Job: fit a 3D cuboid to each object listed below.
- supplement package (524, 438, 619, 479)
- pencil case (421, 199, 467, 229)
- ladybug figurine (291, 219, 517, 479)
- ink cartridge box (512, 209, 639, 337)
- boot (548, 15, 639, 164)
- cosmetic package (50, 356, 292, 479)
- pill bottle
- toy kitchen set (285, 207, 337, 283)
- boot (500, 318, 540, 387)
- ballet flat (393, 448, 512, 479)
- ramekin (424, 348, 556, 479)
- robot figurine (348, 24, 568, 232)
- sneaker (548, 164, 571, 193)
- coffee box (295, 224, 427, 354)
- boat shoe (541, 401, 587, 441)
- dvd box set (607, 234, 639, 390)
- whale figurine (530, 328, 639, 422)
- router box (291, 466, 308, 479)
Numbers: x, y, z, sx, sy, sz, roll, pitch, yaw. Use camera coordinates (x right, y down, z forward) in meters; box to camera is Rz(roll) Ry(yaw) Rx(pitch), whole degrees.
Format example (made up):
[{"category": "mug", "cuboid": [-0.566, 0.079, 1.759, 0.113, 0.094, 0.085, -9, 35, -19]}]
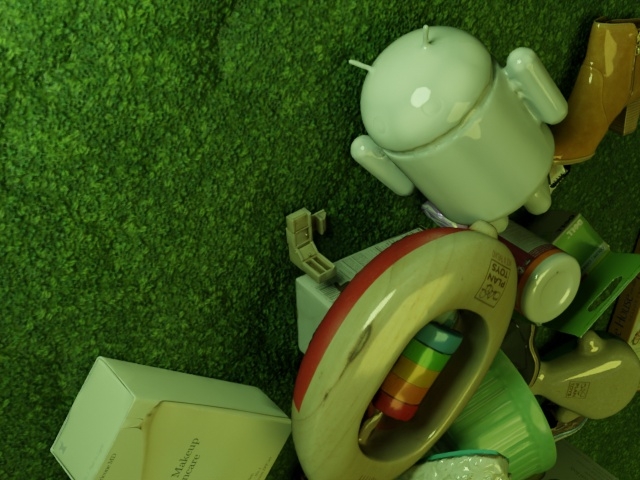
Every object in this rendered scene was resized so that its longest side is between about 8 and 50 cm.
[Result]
[{"category": "supplement package", "cuboid": [0.466, 0.581, 2.216, 0.263, 0.199, 0.198, -24, 129, -27]}, {"category": "pencil case", "cuboid": [0.250, -0.100, 1.681, 0.206, 0.088, 0.086, -51, 167, 1]}, {"category": "ladybug figurine", "cuboid": [0.108, 0.156, 1.521, 0.305, 0.162, 0.449, 27, 100, -47]}, {"category": "ink cartridge box", "cuboid": [0.403, 0.048, 1.776, 0.189, 0.255, 0.097, -46, 104, -9]}, {"category": "boot", "cuboid": [0.441, -0.255, 1.750, 0.295, 0.104, 0.211, -24, 124, -34]}, {"category": "cosmetic package", "cuboid": [-0.204, 0.280, 1.517, 0.309, 0.113, 0.160, 18, 104, -46]}, {"category": "pill bottle", "cuboid": [0.300, 0.032, 1.708, 0.121, 0.221, 0.121, -20, 126, -30]}, {"category": "toy kitchen set", "cuboid": [0.000, 0.000, 1.539, 0.068, 0.075, 0.083, -28, 135, -26]}, {"category": "boot", "cuboid": [0.337, 0.222, 1.950, 0.137, 0.077, 0.197, -37, 131, -36]}, {"category": "ballet flat", "cuboid": [0.136, 0.424, 1.656, 0.147, 0.409, 0.147, 19, 61, -37]}, {"category": "ramekin", "cuboid": [0.241, 0.291, 1.778, 0.148, 0.303, 0.303, -31, 133, -13]}, {"category": "robot figurine", "cuboid": [0.191, -0.159, 1.491, 0.300, 0.199, 0.353, -28, 128, 24]}, {"category": "sneaker", "cuboid": [0.405, -0.114, 1.838, 0.040, 0.044, 0.109, -2, 119, -42]}, {"category": "coffee box", "cuboid": [0.090, 0.094, 1.657, 0.247, 0.098, 0.141, -22, 130, -28]}, {"category": "boat shoe", "cuboid": [0.490, 0.372, 2.202, 0.183, 0.066, 0.066, -33, 132, -20]}, {"category": "dvd box set", "cuboid": [0.747, 0.124, 2.269, 0.308, 0.062, 0.420, -10, 121, -37]}, {"category": "whale figurine", "cuboid": [0.496, 0.258, 2.114, 0.272, 0.141, 0.216, 0, 118, -14]}, {"category": "router box", "cuboid": [-0.002, 0.435, 1.841, 0.122, 0.038, 0.092, 0, 116, -41]}]
